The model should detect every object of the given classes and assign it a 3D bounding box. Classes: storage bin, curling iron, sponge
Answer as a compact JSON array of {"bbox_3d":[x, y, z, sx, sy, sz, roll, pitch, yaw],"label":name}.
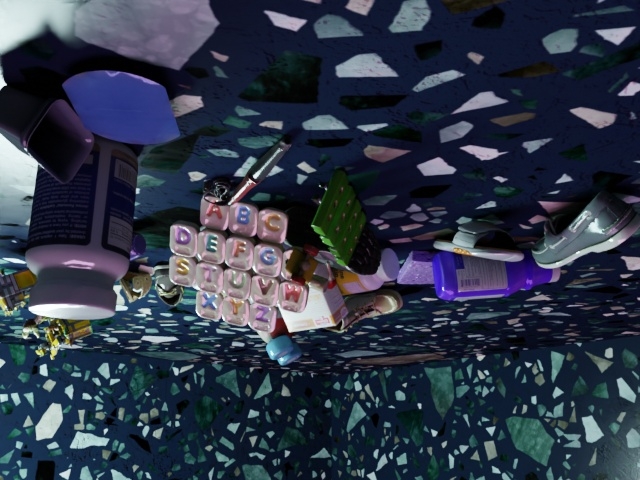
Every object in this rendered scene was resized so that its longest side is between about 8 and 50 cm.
[{"bbox_3d":[-0.385,-0.156,0.934,0.091,0.098,0.135,26,166,10],"label":"storage bin"},{"bbox_3d":[-0.123,-0.109,1.146,0.068,0.035,0.274,11,160,-32],"label":"curling iron"},{"bbox_3d":[0.267,0.070,1.717,0.117,0.031,0.210,0,162,-4],"label":"sponge"}]

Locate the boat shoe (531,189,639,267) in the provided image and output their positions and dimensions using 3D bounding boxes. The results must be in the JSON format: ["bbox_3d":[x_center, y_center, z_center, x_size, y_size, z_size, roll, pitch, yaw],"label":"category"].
[{"bbox_3d":[0.506,-0.025,1.364,0.099,0.116,0.319,46,165,0],"label":"boat shoe"}]

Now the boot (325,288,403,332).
[{"bbox_3d":[0.116,0.204,1.961,0.213,0.077,0.165,-10,-170,39],"label":"boot"}]

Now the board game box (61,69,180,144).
[{"bbox_3d":[-0.261,-0.187,0.913,0.133,0.033,0.169,3,156,1],"label":"board game box"}]

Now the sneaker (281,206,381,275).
[{"bbox_3d":[0.000,0.000,1.419,0.283,0.107,0.124,23,161,-36],"label":"sneaker"}]

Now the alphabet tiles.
[{"bbox_3d":[-0.158,0.053,1.325,0.283,0.278,0.021,13,-152,7],"label":"alphabet tiles"}]

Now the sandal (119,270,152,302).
[{"bbox_3d":[-0.490,0.112,1.824,0.079,0.088,0.240,-28,177,-17],"label":"sandal"}]

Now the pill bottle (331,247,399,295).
[{"bbox_3d":[0.088,0.070,1.599,0.184,0.103,0.103,-14,157,37],"label":"pill bottle"}]

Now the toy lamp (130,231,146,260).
[{"bbox_3d":[-0.506,0.025,1.502,0.274,0.080,0.080,-8,161,25],"label":"toy lamp"}]

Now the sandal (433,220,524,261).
[{"bbox_3d":[0.319,-0.006,1.424,0.101,0.076,0.265,9,-178,-22],"label":"sandal"}]

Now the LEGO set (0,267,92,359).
[{"bbox_3d":[-0.720,0.183,1.702,0.192,0.255,0.331,-21,-173,-31],"label":"LEGO set"}]

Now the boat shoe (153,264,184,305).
[{"bbox_3d":[-0.398,0.119,1.812,0.081,0.069,0.228,1,162,-5],"label":"boat shoe"}]

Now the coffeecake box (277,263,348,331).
[{"bbox_3d":[-0.037,0.111,1.589,0.142,0.186,0.068,-13,-166,36],"label":"coffeecake box"}]

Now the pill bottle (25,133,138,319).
[{"bbox_3d":[-0.369,-0.018,1.057,0.153,0.265,0.153,0,162,0],"label":"pill bottle"}]

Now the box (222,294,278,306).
[{"bbox_3d":[-0.169,0.098,1.685,0.114,0.103,0.203,-7,161,23],"label":"box"}]

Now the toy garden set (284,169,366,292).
[{"bbox_3d":[0.008,0.003,1.254,0.049,0.204,0.244,19,167,18],"label":"toy garden set"}]

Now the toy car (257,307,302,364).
[{"bbox_3d":[-0.070,0.190,1.914,0.237,0.219,0.210,-30,159,-1],"label":"toy car"}]

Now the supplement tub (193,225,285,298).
[{"bbox_3d":[-0.171,0.049,1.465,0.199,0.145,0.144,14,158,-37],"label":"supplement tub"}]

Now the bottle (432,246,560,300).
[{"bbox_3d":[0.405,0.072,1.575,0.282,0.118,0.092,-4,163,-5],"label":"bottle"}]
